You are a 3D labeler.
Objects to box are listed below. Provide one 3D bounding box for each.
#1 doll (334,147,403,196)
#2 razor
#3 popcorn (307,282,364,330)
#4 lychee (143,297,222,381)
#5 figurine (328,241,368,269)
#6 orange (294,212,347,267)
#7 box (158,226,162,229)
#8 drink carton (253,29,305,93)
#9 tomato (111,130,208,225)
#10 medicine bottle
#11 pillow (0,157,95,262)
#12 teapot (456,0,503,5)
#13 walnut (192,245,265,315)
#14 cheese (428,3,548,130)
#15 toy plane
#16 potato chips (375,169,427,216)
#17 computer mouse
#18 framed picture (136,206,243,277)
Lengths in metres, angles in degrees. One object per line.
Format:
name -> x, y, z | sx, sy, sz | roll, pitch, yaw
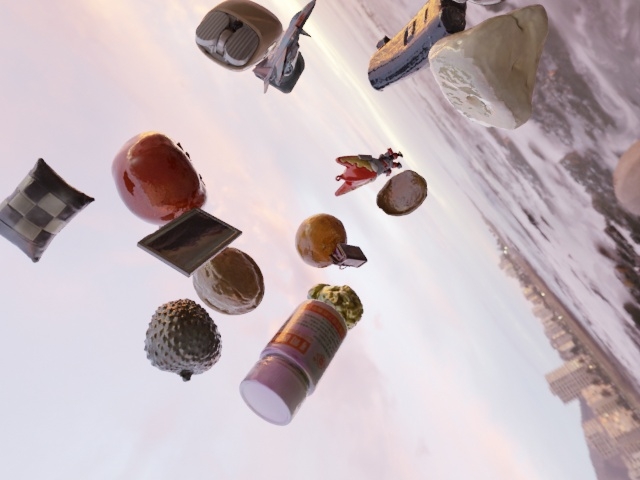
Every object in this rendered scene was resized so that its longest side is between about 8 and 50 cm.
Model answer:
doll -> 0.108, -0.165, 0.935 | 0.057, 0.169, 0.109 | 53, 157, 36
razor -> 0.276, -0.572, 1.191 | 0.107, 0.326, 0.189 | 23, -113, -27
popcorn -> 0.069, 0.312, 1.835 | 0.173, 0.285, 0.225 | -20, -75, -39
lychee -> -0.452, 0.329, 1.365 | 0.255, 0.255, 0.275 | 29, -135, -48
figurine -> 0.088, 0.069, 1.534 | 0.154, 0.098, 0.082 | 7, -137, -39
orange -> 0.002, 0.000, 1.616 | 0.219, 0.219, 0.193 | 35, -174, -40
box -> -0.587, -0.056, 1.673 | 0.099, 0.133, 0.182 | 18, -104, -60
drink carton -> -0.166, -0.735, 1.637 | 0.185, 0.191, 0.189 | 32, 179, 1
tomato -> -0.571, -0.208, 1.450 | 0.341, 0.272, 0.341 | 51, 166, 18
medicine bottle -> -0.080, 0.393, 1.364 | 0.219, 0.219, 0.388 | 49, -136, -7
pillow -> -0.795, -0.085, 1.156 | 0.186, 0.250, 0.106 | 43, 175, -14
teapot -> 0.182, -0.320, 0.467 | 0.080, 0.085, 0.110 | 43, -179, 23
walnut -> -0.376, 0.172, 1.713 | 0.313, 0.277, 0.252 | 40, -130, 6
cheese -> 0.350, -0.391, 0.864 | 0.247, 0.252, 0.173 | 10, -166, -32
toy plane -> -0.109, -0.650, 1.361 | 0.104, 0.326, 0.223 | 24, -142, -44
potato chips -> 0.304, -0.172, 1.510 | 0.150, 0.202, 0.049 | 41, -145, -1
computer mouse -> -0.170, -0.459, 0.897 | 0.145, 0.082, 0.237 | 32, -130, -2
framed picture -> -0.388, -0.006, 1.240 | 0.192, 0.018, 0.265 | 27, -143, 10
